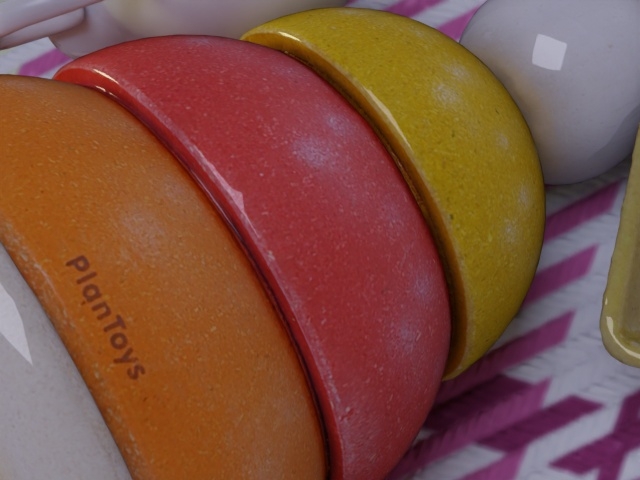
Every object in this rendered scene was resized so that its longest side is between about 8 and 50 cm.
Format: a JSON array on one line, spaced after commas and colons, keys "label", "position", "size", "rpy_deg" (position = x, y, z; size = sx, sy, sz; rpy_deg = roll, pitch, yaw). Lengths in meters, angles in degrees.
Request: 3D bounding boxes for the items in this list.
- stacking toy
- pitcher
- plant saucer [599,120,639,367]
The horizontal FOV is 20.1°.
[{"label": "stacking toy", "position": [0.000, 0.000, 0.933], "size": [0.480, 0.350, 0.350], "rpy_deg": [-28, 60, -22]}, {"label": "pitcher", "position": [-0.086, -0.152, 1.017], "size": [0.207, 0.178, 0.125], "rpy_deg": [-13, 100, 45]}, {"label": "plant saucer", "position": [0.338, -0.052, 0.943], "size": [0.333, 0.081, 0.332], "rpy_deg": [9, 68, 15]}]
